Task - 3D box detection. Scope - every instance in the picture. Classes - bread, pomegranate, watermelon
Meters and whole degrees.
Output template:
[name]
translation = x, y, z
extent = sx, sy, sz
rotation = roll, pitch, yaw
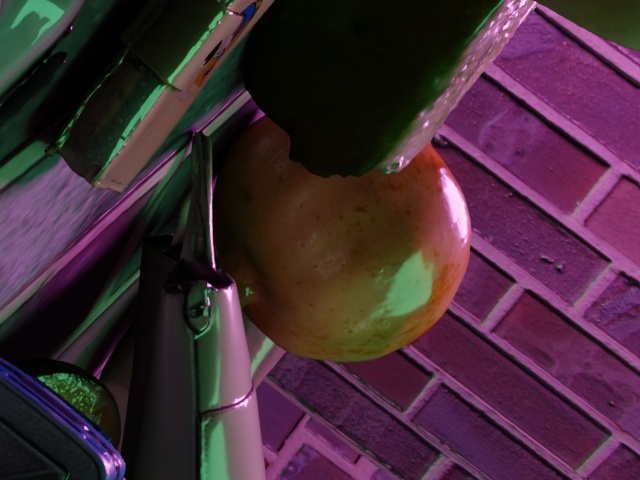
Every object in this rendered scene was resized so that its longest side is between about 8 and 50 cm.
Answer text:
[bread]
translation = 0.099, -0.198, 1.005
extent = 0.382, 0.129, 0.366
rotation = -52, 177, -9
[pomegranate]
translation = 0.014, -0.008, 1.137
extent = 0.207, 0.207, 0.207
rotation = -53, 177, -4
[watermelon]
translation = -0.176, 0.113, 0.900
extent = 0.105, 0.105, 0.062
rotation = -53, -141, 7

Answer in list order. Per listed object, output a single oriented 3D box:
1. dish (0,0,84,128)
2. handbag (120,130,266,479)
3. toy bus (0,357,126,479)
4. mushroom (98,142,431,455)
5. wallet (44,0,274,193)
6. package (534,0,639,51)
[dish]
translation = -0.112, -0.034, 0.262
extent = 0.243, 0.080, 0.182
rotation = -52, 176, -29
[handbag]
translation = -0.096, 0.089, 0.968
extent = 0.241, 0.109, 0.315
rotation = -144, -130, -77
[toy bus]
translation = -0.210, 0.178, 0.789
extent = 0.246, 0.113, 0.134
rotation = -53, 176, 2
[mushroom]
translation = -0.054, 0.033, 1.284
extent = 0.407, 0.137, 0.154
rotation = -55, 165, -9
[wallet]
translation = -0.063, -0.092, 0.671
extent = 0.155, 0.039, 0.110
rotation = -53, 180, 0
[package]
translation = 0.108, -0.232, 0.534
extent = 0.165, 0.221, 0.311
rotation = -24, 159, -37
